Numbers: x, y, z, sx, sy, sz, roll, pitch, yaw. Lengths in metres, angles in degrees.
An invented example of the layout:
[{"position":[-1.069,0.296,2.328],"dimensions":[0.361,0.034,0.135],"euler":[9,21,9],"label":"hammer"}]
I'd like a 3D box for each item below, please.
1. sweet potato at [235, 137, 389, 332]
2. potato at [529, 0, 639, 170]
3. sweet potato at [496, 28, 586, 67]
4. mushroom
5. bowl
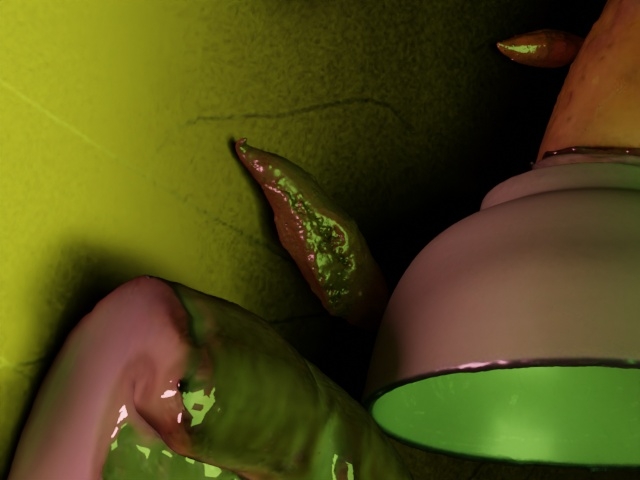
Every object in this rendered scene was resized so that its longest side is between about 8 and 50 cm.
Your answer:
[{"position":[0.000,0.000,0.863],"dimensions":[0.206,0.060,0.068],"euler":[54,34,-15],"label":"sweet potato"},{"position":[0.339,-0.127,0.936],"dimensions":[0.301,0.289,0.237],"euler":[13,72,0],"label":"potato"},{"position":[0.194,-0.168,0.957],"dimensions":[0.095,0.034,0.034],"euler":[-3,100,-18],"label":"sweet potato"},{"position":[-0.035,0.232,0.820],"dimensions":[0.397,0.224,0.313],"euler":[25,71,-37],"label":"mushroom"},{"position":[0.211,0.058,0.857],"dimensions":[0.354,0.354,0.185],"euler":[18,64,-30],"label":"bowl"}]
